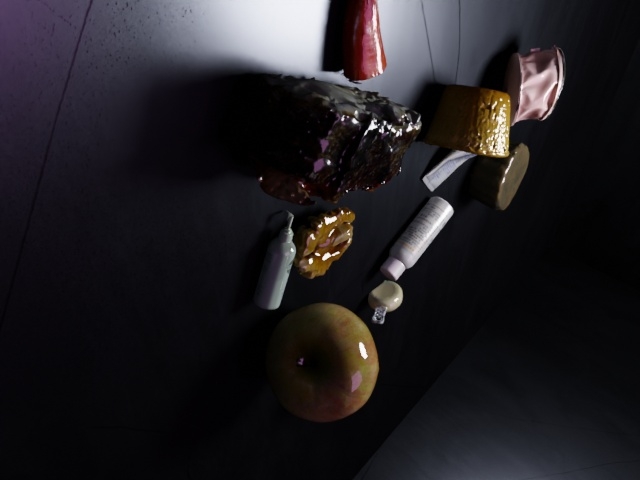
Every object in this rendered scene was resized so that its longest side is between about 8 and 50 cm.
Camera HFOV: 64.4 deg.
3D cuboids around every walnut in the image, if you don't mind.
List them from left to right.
[{"bbox_3d":[0.000,0.000,1.039,0.170,0.069,0.142,-31,140,-41],"label":"walnut"}]

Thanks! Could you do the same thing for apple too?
[{"bbox_3d":[0.010,0.266,1.124,0.256,0.257,0.234,-59,155,3],"label":"apple"}]

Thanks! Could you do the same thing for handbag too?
[{"bbox_3d":[0.570,-0.417,1.384,0.179,0.117,0.204,-86,175,-55],"label":"handbag"}]

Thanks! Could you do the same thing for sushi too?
[{"bbox_3d":[0.022,-0.152,0.800,0.344,0.197,0.181,-15,123,-51],"label":"sushi"}]

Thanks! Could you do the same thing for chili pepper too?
[{"bbox_3d":[0.072,-0.351,0.822,0.088,0.065,0.168,-39,142,-31],"label":"chili pepper"}]

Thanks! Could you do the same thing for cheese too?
[{"bbox_3d":[0.174,0.177,1.452,0.171,0.092,0.047,-40,132,-41],"label":"cheese"}]

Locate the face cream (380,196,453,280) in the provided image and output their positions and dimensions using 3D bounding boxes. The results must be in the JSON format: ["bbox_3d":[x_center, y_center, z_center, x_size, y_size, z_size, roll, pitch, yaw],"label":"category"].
[{"bbox_3d":[0.265,-0.003,1.425,0.269,0.082,0.082,-49,150,-12],"label":"face cream"}]

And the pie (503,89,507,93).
[{"bbox_3d":[0.436,-0.339,1.406,0.191,0.033,0.088,-40,159,-15],"label":"pie"}]

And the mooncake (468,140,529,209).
[{"bbox_3d":[0.575,-0.218,1.646,0.228,0.124,0.228,-33,137,-37],"label":"mooncake"}]

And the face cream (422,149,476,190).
[{"bbox_3d":[0.371,-0.226,1.376,0.224,0.070,0.114,-41,154,11],"label":"face cream"}]

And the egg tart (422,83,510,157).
[{"bbox_3d":[0.357,-0.282,1.198,0.203,0.203,0.147,-10,114,-53],"label":"egg tart"}]

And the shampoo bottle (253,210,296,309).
[{"bbox_3d":[-0.081,0.039,0.968,0.056,0.056,0.195,-16,131,-50],"label":"shampoo bottle"}]
